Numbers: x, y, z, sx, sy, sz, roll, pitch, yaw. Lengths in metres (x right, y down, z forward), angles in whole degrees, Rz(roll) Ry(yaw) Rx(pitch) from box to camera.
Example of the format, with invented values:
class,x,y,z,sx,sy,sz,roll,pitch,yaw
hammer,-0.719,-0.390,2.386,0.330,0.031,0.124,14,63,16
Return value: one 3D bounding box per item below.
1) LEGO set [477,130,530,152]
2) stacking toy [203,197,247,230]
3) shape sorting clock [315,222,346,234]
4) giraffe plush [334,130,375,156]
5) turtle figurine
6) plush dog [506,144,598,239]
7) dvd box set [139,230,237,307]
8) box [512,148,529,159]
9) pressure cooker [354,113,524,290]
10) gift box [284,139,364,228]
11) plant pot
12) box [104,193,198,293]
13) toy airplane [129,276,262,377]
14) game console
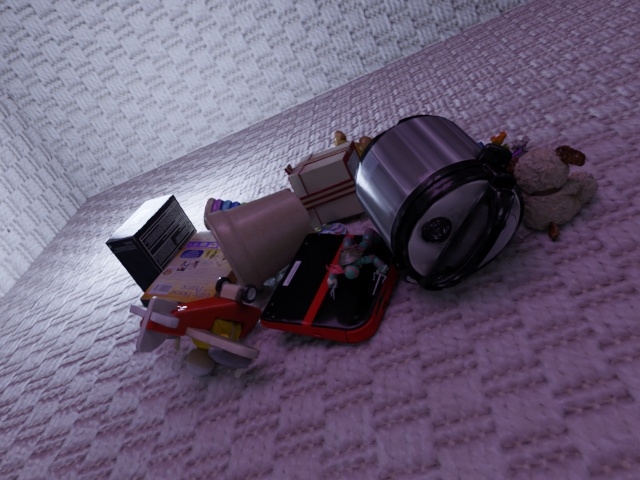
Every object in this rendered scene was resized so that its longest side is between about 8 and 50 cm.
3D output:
class,x,y,z,sx,sy,sz,roll,pitch,yaw
LEGO set,0.600,-0.305,1.917,0.227,0.093,0.087,-25,59,-4
stacking toy,-0.306,-0.100,2.266,0.331,0.141,0.141,3,34,6
shape sorting clock,0.000,0.000,1.969,0.206,0.040,0.206,-21,28,12
giraffe plush,0.167,-0.394,2.398,0.171,0.181,0.210,-6,-2,17
turtle figurine,0.100,0.061,1.530,0.176,0.118,0.234,-5,34,16
plush dog,0.597,-0.145,1.479,0.263,0.225,0.210,-12,32,28
dvd box set,-0.445,0.112,2.099,0.308,0.062,0.420,1,38,24
box,0.665,-0.248,1.806,0.116,0.029,0.162,-34,27,-9
pressure cooker,0.318,-0.091,1.467,0.376,0.369,0.420,-26,43,-2
gift box,0.021,-0.209,2.053,0.258,0.254,0.276,-16,18,23
plant pot,-0.188,-0.015,1.873,0.306,0.333,0.334,-28,27,-10
box,-0.657,0.023,2.245,0.183,0.293,0.296,-10,32,32
toy airplane,-0.362,0.271,1.590,0.385,0.272,0.386,2,10,-7
game console,0.044,0.123,1.614,0.342,0.060,0.386,2,43,28
